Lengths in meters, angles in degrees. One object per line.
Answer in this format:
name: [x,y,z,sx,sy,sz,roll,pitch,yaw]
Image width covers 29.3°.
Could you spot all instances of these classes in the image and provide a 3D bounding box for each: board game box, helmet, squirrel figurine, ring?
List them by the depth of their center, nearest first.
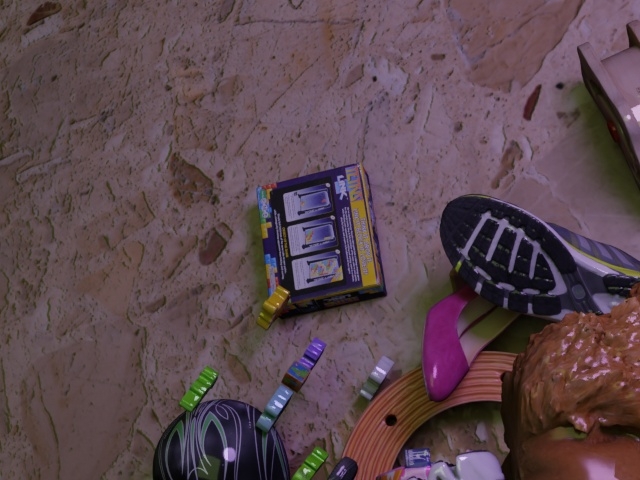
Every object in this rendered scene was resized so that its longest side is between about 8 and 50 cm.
squirrel figurine: [0.363,0.226,1.149,0.371,0.281,0.396,-5,89,-4]
ring: [0.182,0.285,1.339,0.337,0.032,0.336,-3,69,8]
helmet: [-0.113,0.263,1.399,0.170,0.169,0.161,-16,81,11]
board game box: [0.000,0.000,1.525,0.141,0.048,0.170,-12,65,11]

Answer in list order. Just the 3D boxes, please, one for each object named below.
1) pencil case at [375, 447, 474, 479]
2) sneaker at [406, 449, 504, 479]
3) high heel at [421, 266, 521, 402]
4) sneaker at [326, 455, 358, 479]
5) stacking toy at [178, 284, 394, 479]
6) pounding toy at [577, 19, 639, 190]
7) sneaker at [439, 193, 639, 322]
pencil case: [0.125,0.355,1.211,0.124,0.124,0.284,-12,66,13]
sneaker: [0.059,0.311,1.134,0.292,0.110,0.118,-37,65,21]
high heel: [0.188,0.094,1.361,0.117,0.082,0.244,-3,27,23]
sneaker: [0.023,0.319,1.273,0.089,0.051,0.170,25,76,13]
stacking toy: [-0.035,0.165,1.387,0.167,0.052,0.221,33,47,8]
pounding toy: [0.413,-0.145,1.406,0.155,0.154,0.269,-24,44,7]
sneaker: [0.269,0.037,1.353,0.300,0.121,0.111,29,106,4]
